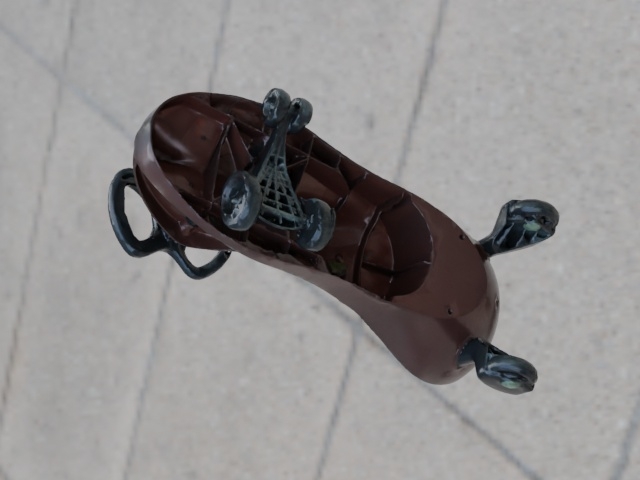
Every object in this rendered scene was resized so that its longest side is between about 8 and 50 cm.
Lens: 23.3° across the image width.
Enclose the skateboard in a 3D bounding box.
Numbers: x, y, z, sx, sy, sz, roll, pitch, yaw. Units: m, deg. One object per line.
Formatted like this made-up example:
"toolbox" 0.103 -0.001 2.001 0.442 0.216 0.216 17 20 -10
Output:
"skateboard" 0.000 0.000 0.500 0.080 0.151 0.067 -25 45 51
